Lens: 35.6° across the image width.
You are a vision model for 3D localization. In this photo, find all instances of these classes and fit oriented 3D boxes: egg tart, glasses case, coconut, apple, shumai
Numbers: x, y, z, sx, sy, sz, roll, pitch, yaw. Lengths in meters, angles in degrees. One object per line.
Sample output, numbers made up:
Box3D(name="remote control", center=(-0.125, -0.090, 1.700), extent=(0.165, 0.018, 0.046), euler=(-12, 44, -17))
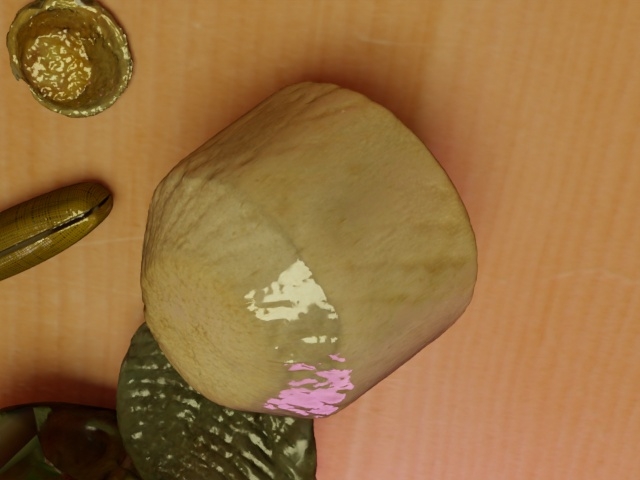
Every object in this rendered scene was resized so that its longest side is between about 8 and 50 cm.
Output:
Box3D(name="egg tart", center=(-0.248, -0.177, 0.971), extent=(0.129, 0.049, 0.128), euler=(2, 119, 3))
Box3D(name="glasses case", center=(-0.327, 0.000, 1.057), extent=(0.234, 0.079, 0.064), euler=(-22, 106, 17))
Box3D(name="coconut", center=(0.000, 0.000, 0.916), extent=(0.329, 0.328, 0.328), euler=(3, 118, 5))
Box3D(name="apple", center=(-0.291, 0.352, 1.120), extent=(0.384, 0.374, 0.374), euler=(-6, 122, -24))
Box3D(name="shumai", center=(-0.102, 0.197, 1.123), extent=(0.222, 0.203, 0.271), euler=(-9, 81, 3))
